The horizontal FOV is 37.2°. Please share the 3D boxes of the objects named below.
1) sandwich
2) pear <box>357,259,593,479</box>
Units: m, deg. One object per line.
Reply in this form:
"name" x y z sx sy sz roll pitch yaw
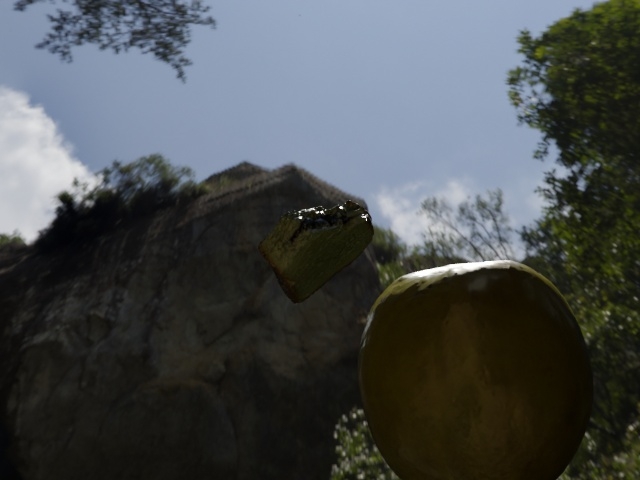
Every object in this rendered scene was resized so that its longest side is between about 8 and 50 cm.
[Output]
"sandwich" 0.000 0.000 0.840 0.105 0.093 0.035 -36 -120 -11
"pear" 0.098 0.090 0.612 0.149 0.149 0.162 -9 -80 1
